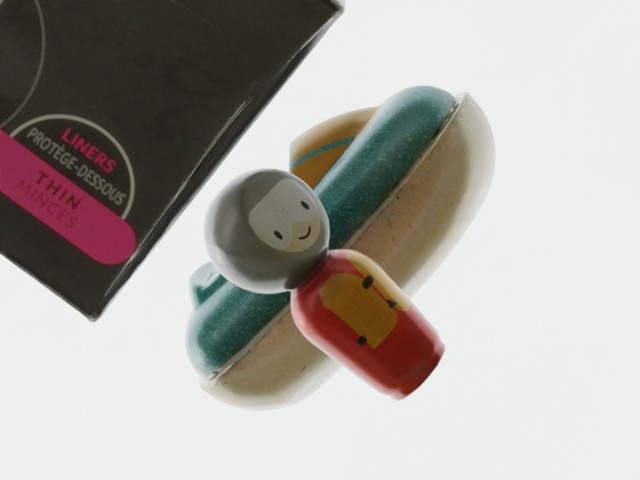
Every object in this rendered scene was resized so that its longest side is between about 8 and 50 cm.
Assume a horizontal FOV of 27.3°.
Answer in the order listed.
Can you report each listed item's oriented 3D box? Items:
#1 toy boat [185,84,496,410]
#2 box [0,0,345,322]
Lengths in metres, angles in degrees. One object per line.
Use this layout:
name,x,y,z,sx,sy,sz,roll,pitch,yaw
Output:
toy boat,0.000,0.000,0.833,0.148,0.318,0.267,42,-84,-7
box,-0.093,-0.114,0.527,0.165,0.270,0.143,37,-73,-11
